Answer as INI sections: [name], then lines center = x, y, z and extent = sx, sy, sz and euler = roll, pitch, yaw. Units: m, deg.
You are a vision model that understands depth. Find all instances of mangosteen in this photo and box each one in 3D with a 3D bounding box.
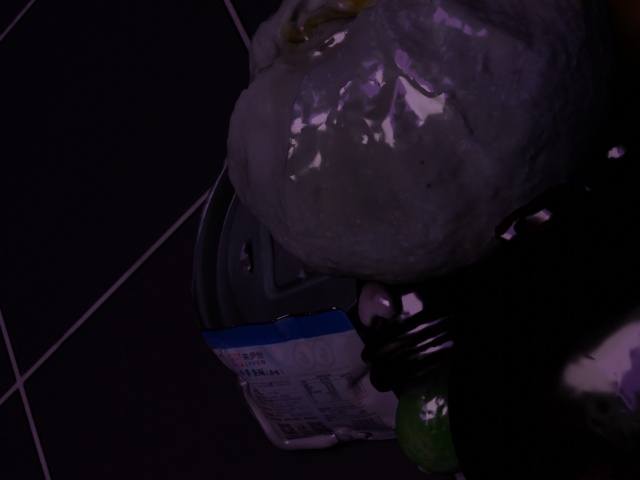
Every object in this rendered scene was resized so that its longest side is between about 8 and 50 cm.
[mangosteen]
center = 0.301, 0.128, 1.076
extent = 0.382, 0.382, 0.435
euler = -37, 90, 28

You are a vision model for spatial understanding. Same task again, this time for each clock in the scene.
[clock]
center = 0.000, 0.000, 1.565
extent = 0.325, 0.067, 0.325
euler = -17, 64, 38

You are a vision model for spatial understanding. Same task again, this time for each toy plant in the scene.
[toy plant]
center = 0.138, 0.103, 1.346
extent = 0.218, 0.175, 0.235
euler = -29, 85, 40

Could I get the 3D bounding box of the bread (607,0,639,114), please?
[bread]
center = 0.288, -0.208, 1.361
extent = 0.173, 0.085, 0.134
euler = -40, 49, 27

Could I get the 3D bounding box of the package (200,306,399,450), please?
[package]
center = -0.011, 0.137, 1.462
extent = 0.171, 0.173, 0.027
euler = -9, 34, 34

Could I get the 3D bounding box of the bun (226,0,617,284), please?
[bun]
center = 0.068, -0.132, 1.263
extent = 0.362, 0.211, 0.361
euler = -32, 40, 31
